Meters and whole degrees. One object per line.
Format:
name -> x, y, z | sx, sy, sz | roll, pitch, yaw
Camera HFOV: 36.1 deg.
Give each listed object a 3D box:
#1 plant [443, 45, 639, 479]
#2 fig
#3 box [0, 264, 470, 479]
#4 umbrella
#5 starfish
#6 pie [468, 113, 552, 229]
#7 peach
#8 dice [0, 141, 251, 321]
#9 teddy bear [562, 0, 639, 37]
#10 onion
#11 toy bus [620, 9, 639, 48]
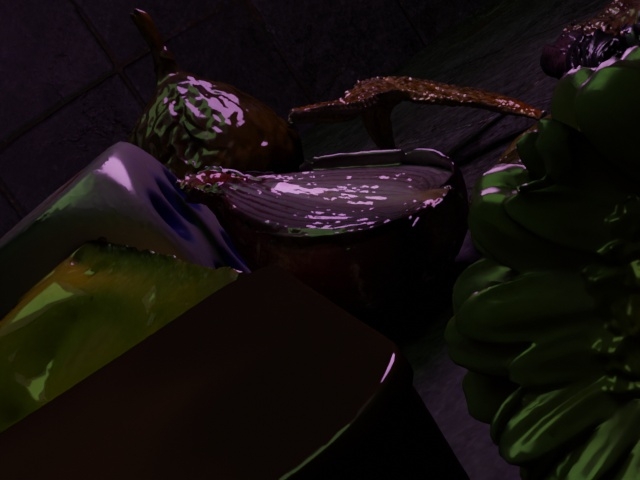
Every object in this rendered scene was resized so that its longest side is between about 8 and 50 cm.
plant -> 0.218, 0.056, 0.533 | 0.306, 0.297, 0.261 | 19, 68, 22
fig -> -0.201, -0.164, 1.447 | 0.286, 0.369, 0.286 | -28, 12, 7
box -> -0.036, 0.181, 0.471 | 0.239, 0.229, 0.339 | -36, 12, -7
umbrella -> 0.403, -0.279, 1.509 | 0.090, 0.094, 0.326 | -19, 12, 0
starfish -> 0.152, -0.203, 1.591 | 0.384, 0.132, 0.398 | 2, -3, 2
pie -> 0.277, -0.099, 1.145 | 0.277, 0.078, 0.277 | -30, 11, 6
peach -> -0.165, 0.161, 0.884 | 0.380, 0.242, 0.306 | 4, 62, 43
dice -> -0.247, 0.088, 1.169 | 0.304, 0.304, 0.277 | -39, 13, 8
teddy bear -> 0.511, -0.461, 1.633 | 0.296, 0.222, 0.246 | -34, 14, 3
onion -> 0.000, 0.000, 1.131 | 0.348, 0.159, 0.267 | 7, 25, 32
toy bus -> 0.365, -0.144, 0.964 | 0.113, 0.139, 0.302 | -26, 22, 36
